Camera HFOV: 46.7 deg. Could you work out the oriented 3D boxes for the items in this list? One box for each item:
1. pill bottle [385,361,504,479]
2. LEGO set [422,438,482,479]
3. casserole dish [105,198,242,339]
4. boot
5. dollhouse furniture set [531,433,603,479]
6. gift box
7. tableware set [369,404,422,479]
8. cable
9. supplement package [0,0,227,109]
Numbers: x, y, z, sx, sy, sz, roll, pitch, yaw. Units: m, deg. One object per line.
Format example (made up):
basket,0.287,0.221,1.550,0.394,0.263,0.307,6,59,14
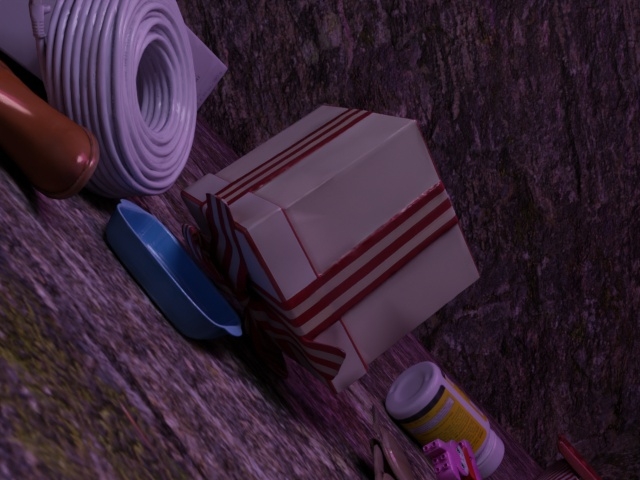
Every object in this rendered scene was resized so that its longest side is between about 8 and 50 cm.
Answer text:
pill bottle,0.222,0.322,1.304,0.208,0.119,0.119,46,5,-15
LEGO set,0.106,0.287,0.667,0.093,0.087,0.227,35,29,-37
casserole dish,-0.154,0.037,0.760,0.188,0.037,0.114,49,4,12
boot,-0.288,-0.118,0.640,0.197,0.073,0.152,36,-5,36
dollhouse furniture set,0.347,0.417,1.137,0.152,0.201,0.374,49,5,20
gift box,0.000,0.000,0.852,0.255,0.258,0.276,61,-15,-21
tableware set,0.077,0.280,0.834,0.128,0.039,0.194,59,9,-8
cable,-0.214,-0.176,0.835,0.257,0.089,0.257,-59,149,-68
supplement package,-0.295,-0.269,1.022,0.175,0.178,0.293,37,1,22
